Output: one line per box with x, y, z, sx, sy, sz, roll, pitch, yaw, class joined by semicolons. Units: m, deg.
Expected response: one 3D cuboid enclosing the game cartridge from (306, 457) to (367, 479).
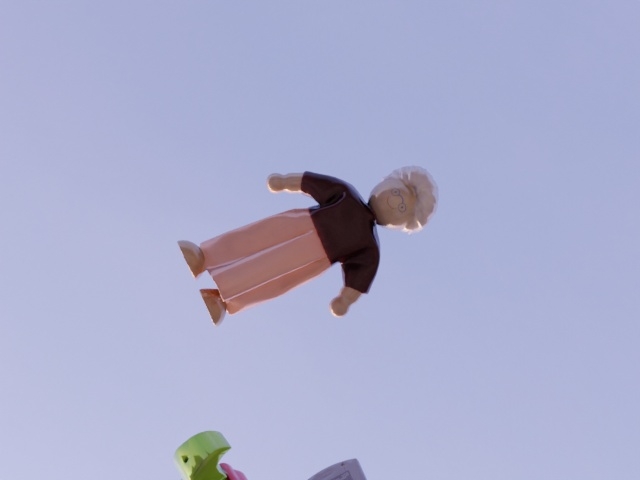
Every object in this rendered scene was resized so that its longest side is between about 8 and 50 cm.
0.013;0.280;1.180;0.083;0.056;0.017;-29;-41;3;game cartridge

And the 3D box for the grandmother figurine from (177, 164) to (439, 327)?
0.000;0.000;1.384;0.342;0.104;0.207;-25;-80;-6;grandmother figurine

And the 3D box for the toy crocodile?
-0.093;0.392;1.459;0.105;0.115;0.340;-40;-62;-6;toy crocodile
